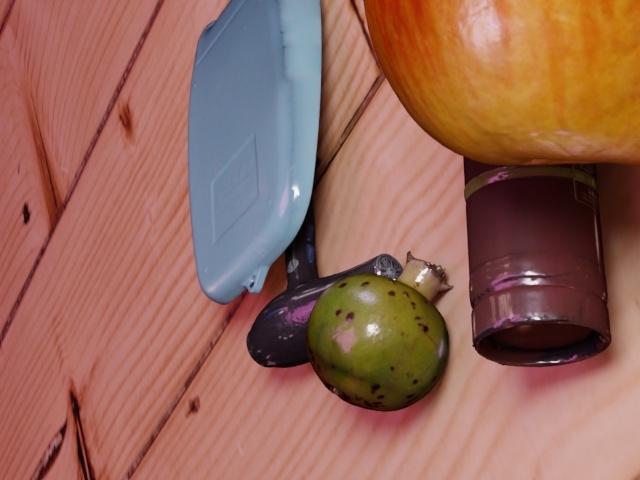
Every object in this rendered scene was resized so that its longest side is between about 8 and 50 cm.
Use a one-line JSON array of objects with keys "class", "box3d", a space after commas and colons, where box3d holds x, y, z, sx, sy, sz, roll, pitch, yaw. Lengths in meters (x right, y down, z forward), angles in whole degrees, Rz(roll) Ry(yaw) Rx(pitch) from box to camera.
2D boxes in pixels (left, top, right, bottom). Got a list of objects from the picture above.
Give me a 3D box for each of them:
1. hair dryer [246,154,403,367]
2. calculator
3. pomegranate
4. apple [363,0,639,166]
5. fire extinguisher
[{"class": "hair dryer", "box3d": [0.000, 0.000, 1.377, 0.195, 0.075, 0.219, -35, 47, 42]}, {"class": "calculator", "box3d": [-0.070, -0.119, 1.479, 0.256, 0.054, 0.386, -44, 42, 50]}, {"class": "pomegranate", "box3d": [0.052, 0.081, 1.208, 0.130, 0.130, 0.130, -19, 68, 59]}, {"class": "apple", "box3d": [0.159, -0.159, 0.878, 0.286, 0.286, 0.233, 1, 88, 61]}, {"class": "fire extinguisher", "box3d": [0.151, -0.078, 1.067, 0.141, 0.105, 0.341, 107, 165, -64]}]
